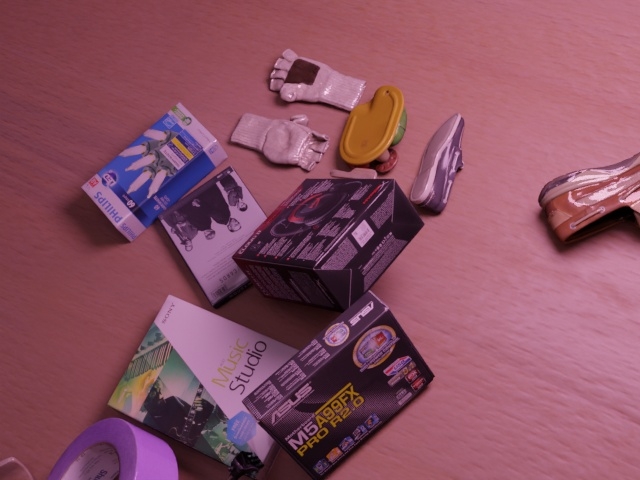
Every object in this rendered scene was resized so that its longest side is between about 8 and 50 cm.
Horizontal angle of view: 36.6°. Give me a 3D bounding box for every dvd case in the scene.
[{"bbox_3d":[-0.185,-0.009,1.853,0.179,0.029,0.238,-34,62,-3],"label":"dvd case"}]

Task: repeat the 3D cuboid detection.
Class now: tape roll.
[{"bbox_3d":[-0.357,0.434,1.584,0.275,0.090,0.275,-30,41,30],"label":"tape roll"}]

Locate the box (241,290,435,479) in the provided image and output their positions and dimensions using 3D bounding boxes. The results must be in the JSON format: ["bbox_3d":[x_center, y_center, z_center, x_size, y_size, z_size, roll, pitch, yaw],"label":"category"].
[{"bbox_3d":[0.035,0.240,1.567,0.270,0.216,0.060,-40,43,-6],"label":"box"}]

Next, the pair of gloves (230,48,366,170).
[{"bbox_3d":[-0.047,-0.259,1.928,0.204,0.042,0.240,27,76,24],"label":"pair of gloves"}]

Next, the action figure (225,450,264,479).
[{"bbox_3d":[-0.182,0.475,1.549,0.275,0.141,0.164,-45,53,9],"label":"action figure"}]

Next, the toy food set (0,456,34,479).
[{"bbox_3d":[-0.574,0.555,1.655,0.220,0.092,0.306,-28,61,1],"label":"toy food set"}]

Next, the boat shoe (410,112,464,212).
[{"bbox_3d":[0.230,-0.142,1.800,0.065,0.075,0.206,33,65,-18],"label":"boat shoe"}]

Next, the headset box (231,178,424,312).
[{"bbox_3d":[0.000,0.000,1.673,0.218,0.110,0.293,-48,28,-23],"label":"headset box"}]

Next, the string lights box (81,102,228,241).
[{"bbox_3d":[-0.328,-0.136,1.924,0.260,0.077,0.133,-42,64,-7],"label":"string lights box"}]

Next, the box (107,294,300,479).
[{"bbox_3d":[-0.188,0.256,1.713,0.322,0.058,0.232,20,72,23],"label":"box"}]

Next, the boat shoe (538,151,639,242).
[{"bbox_3d":[0.542,-0.076,1.649,0.324,0.122,0.120,-18,67,15],"label":"boat shoe"}]

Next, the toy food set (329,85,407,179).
[{"bbox_3d":[0.107,-0.188,1.845,0.128,0.071,0.218,0,61,42],"label":"toy food set"}]
